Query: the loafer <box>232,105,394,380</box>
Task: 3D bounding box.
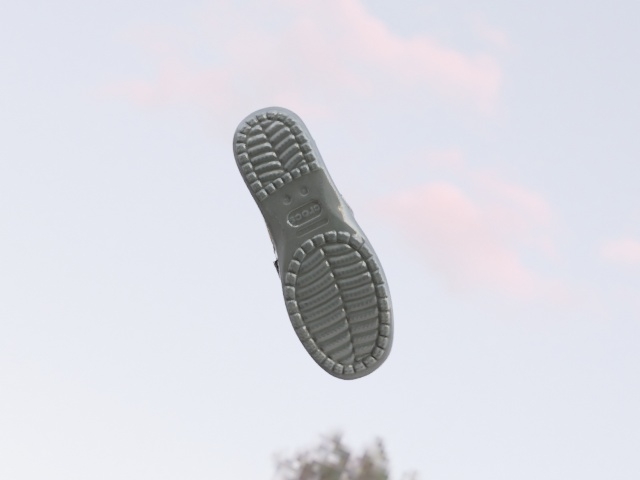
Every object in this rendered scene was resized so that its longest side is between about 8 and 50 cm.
[{"bbox_3d":[0.000,0.000,1.511,0.094,0.251,0.087,-19,2,6],"label":"loafer"}]
